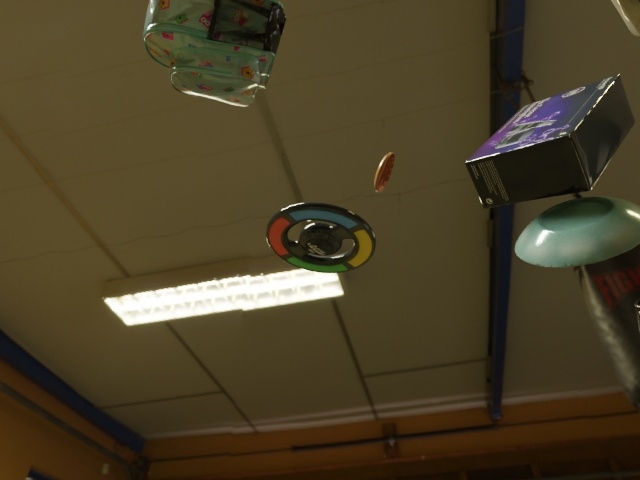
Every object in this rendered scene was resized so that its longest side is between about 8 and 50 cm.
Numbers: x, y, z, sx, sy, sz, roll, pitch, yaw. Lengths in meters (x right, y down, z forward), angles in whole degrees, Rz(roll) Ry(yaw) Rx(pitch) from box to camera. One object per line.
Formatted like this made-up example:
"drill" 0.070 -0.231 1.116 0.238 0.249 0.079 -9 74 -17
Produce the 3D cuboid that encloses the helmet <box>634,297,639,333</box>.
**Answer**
"helmet" 0.566 0.145 0.724 0.169 0.162 0.169 -22 -12 -5

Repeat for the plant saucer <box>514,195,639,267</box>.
"plant saucer" 0.391 -0.026 0.749 0.195 0.195 0.037 -20 -71 19

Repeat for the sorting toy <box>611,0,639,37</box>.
"sorting toy" 0.397 -0.390 0.492 0.255 0.089 0.257 -38 -72 23

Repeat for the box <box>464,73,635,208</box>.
"box" 0.404 -0.172 0.859 0.184 0.261 0.103 -6 -62 50

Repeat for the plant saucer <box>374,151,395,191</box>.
"plant saucer" 0.129 -0.139 0.997 0.013 0.083 0.083 22 -40 17

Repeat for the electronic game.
"electronic game" 0.000 0.000 1.018 0.229 0.048 0.229 6 -35 4

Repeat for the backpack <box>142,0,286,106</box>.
"backpack" -0.160 -0.283 0.713 0.188 0.144 0.166 17 -3 -12
